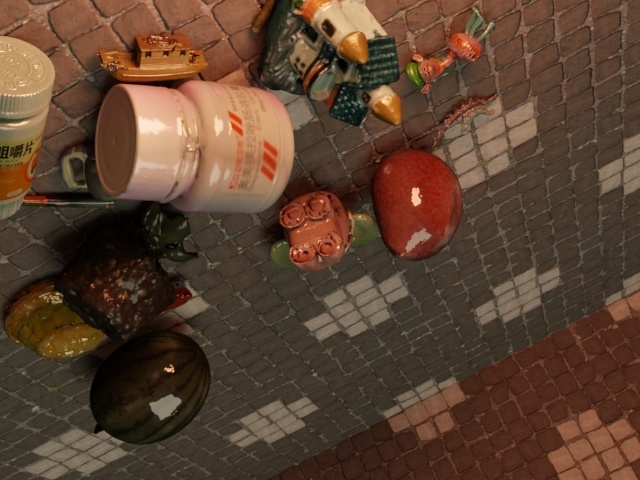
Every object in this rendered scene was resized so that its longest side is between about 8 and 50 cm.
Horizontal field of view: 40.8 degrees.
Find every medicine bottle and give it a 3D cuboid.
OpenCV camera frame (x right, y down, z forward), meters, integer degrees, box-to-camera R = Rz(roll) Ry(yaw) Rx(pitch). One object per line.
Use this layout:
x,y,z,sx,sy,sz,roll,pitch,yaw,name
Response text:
-0.569,-0.185,1.504,0.158,0.158,0.318,-3,142,-31,medicine bottle
-0.241,-0.180,1.645,0.325,0.256,0.256,2,139,-35,medicine bottle

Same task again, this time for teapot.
-0.436,-0.152,1.722,0.111,0.149,0.108,-51,144,-39,teapot

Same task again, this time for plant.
-0.419,0.055,1.922,0.312,0.213,0.215,-55,156,-22,plant

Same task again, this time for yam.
-0.092,-0.440,1.592,0.129,0.033,0.027,-46,180,35,yam

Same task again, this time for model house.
0.045,-0.317,1.597,0.184,0.291,0.253,-22,153,-39,model house

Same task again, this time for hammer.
-0.566,-0.081,1.773,0.288,0.033,0.111,-1,141,-34,hammer

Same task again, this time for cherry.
0.233,-0.083,2.095,0.221,0.307,0.261,-10,134,25,cherry

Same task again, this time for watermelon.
-0.463,0.399,2.303,0.359,0.278,0.279,-36,146,17,watermelon

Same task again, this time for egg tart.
-0.617,0.202,2.075,0.288,0.118,0.288,-21,151,-12,egg tart

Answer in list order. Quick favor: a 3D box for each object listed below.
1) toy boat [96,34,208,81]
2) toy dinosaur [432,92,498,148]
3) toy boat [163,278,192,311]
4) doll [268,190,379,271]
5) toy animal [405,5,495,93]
-0.304,-0.333,1.569,0.201,0.057,0.077,-8,139,-24,toy boat
0.344,-0.296,2.078,0.209,0.039,0.082,-38,144,0,toy dinosaur
-0.411,0.146,2.182,0.173,0.058,0.069,-20,147,4,toy boat
0.000,0.000,2.110,0.284,0.216,0.268,-18,154,9,doll
0.281,-0.407,1.852,0.208,0.100,0.103,-42,-177,20,toy animal
